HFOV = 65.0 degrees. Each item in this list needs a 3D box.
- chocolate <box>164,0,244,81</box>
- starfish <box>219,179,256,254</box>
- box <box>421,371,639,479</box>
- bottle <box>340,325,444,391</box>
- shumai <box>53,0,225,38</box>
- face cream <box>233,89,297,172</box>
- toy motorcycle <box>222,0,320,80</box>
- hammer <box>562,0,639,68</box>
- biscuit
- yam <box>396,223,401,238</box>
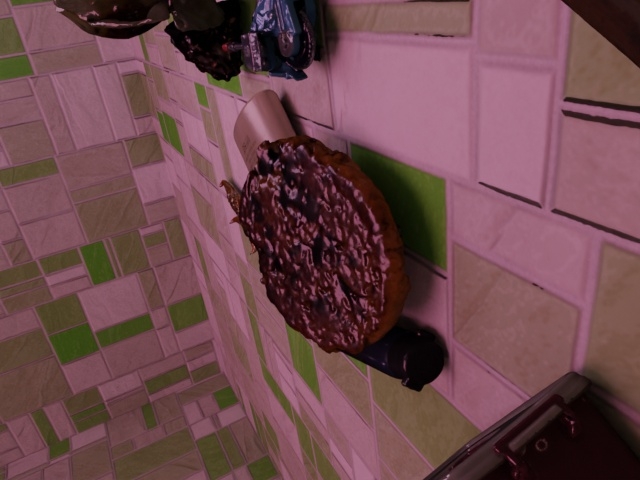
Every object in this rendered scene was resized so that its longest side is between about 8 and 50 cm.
[{"bbox_3d":[-0.196,-0.366,0.953,0.156,0.156,0.133,42,161,51],"label":"chocolate"},{"bbox_3d":[-0.216,-0.077,1.345,0.247,0.050,0.138,-130,28,-56],"label":"starfish"},{"bbox_3d":[0.191,0.279,0.489,0.167,0.193,0.294,50,152,24],"label":"box"},{"bbox_3d":[0.094,0.158,0.765,0.072,0.082,0.244,29,171,-20],"label":"bottle"},{"bbox_3d":[-0.313,-0.478,0.752,0.395,0.396,0.347,49,140,42],"label":"shumai"},{"bbox_3d":[-0.053,-0.076,0.893,0.348,0.081,0.173,66,152,12],"label":"face cream"},{"bbox_3d":[-0.074,-0.352,0.663,0.182,0.124,0.271,25,131,48],"label":"toy motorcycle"},{"bbox_3d":[0.138,-0.231,0.361,0.439,0.044,0.168,59,157,26],"label":"hammer"},{"bbox_3d":[-0.001,0.003,0.727,0.334,0.081,0.289,47,134,31],"label":"biscuit"},{"bbox_3d":[0.068,-0.036,0.717,0.129,0.027,0.033,45,146,49],"label":"yam"}]
